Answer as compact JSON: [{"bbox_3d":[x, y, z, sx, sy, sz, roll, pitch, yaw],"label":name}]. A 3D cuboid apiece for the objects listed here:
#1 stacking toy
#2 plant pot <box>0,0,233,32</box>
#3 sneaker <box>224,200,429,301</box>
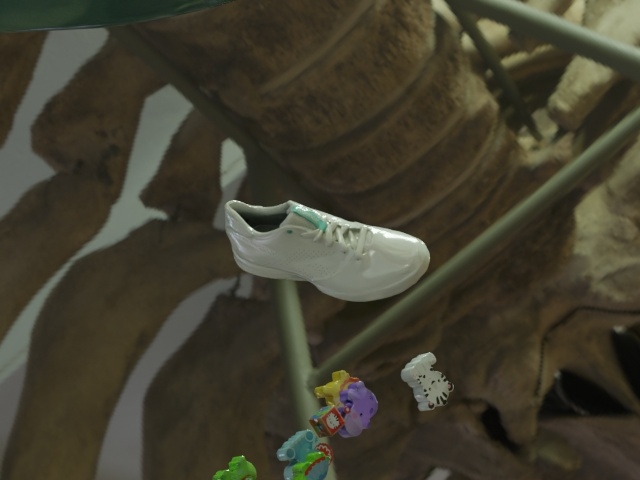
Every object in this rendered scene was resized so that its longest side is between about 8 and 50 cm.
[{"bbox_3d":[0.009,0.193,0.972,0.221,0.052,0.167,-35,7,-35],"label":"stacking toy"},{"bbox_3d":[-0.126,-0.230,0.587,0.234,0.165,0.165,0,-24,-11],"label":"plant pot"},{"bbox_3d":[0.000,0.000,0.983,0.212,0.080,0.094,6,-38,19],"label":"sneaker"}]
